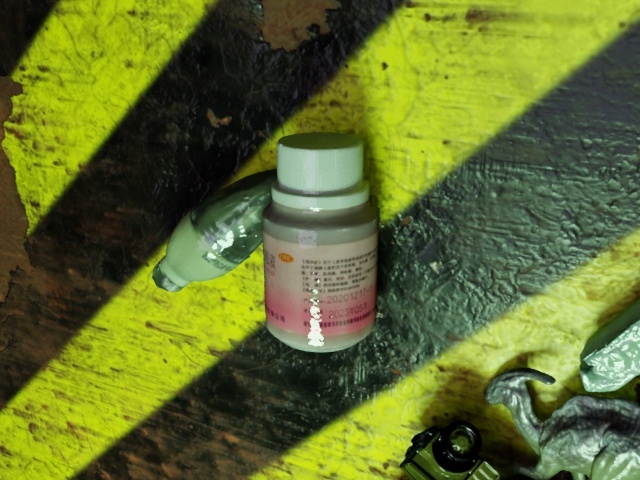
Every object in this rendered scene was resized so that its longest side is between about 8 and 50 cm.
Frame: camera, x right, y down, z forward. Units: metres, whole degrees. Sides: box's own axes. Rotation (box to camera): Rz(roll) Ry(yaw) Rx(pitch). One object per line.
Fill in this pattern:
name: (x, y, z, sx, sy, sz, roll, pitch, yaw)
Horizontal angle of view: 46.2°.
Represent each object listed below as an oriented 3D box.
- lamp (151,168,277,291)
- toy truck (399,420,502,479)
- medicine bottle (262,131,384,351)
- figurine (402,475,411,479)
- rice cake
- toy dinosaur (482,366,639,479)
lamp: (-0.130, -0.014, 0.994, 0.250, 0.101, 0.101, -40, 87, 20)
toy truck: (0.201, 0.338, 0.903, 0.257, 0.127, 0.127, 46, 161, 12)
medicine bottle: (0.000, 0.000, 0.903, 0.147, 0.147, 0.247, 8, 111, 25)
figurine: (0.125, 0.388, 0.989, 0.126, 0.114, 0.157, 21, 115, 3)
rice cake: (0.393, 0.047, 0.759, 0.063, 0.066, 0.336, 47, 122, 5)
toy dinosaur: (0.316, 0.244, 0.852, 0.294, 0.077, 0.162, 10, 119, 30)
